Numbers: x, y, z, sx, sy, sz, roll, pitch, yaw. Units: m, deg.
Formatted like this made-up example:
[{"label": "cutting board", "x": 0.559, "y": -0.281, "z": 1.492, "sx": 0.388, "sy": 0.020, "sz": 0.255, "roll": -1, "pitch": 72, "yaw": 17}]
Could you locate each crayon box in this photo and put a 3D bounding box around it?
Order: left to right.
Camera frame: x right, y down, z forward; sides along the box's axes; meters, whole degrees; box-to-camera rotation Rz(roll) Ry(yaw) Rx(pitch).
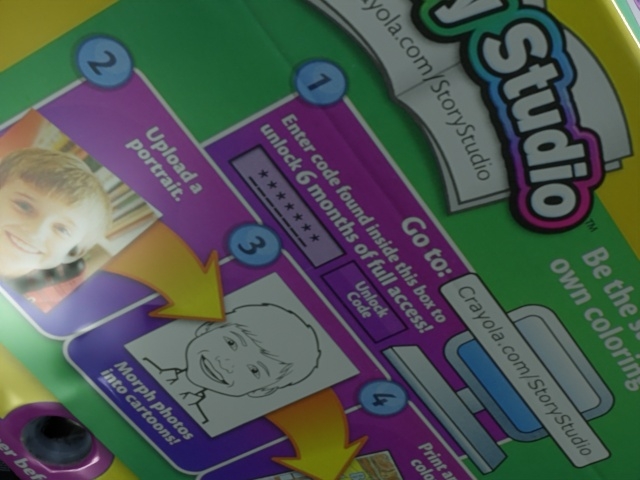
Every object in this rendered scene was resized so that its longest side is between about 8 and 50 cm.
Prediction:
[{"label": "crayon box", "x": 0.000, "y": 0.000, "z": 0.544, "sx": 0.313, "sy": 0.363, "sz": 0.106, "roll": -26, "pitch": -150, "yaw": 22}]

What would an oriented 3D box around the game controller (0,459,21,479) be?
[{"label": "game controller", "x": -0.268, "y": 0.177, "z": 1.145, "sx": 0.319, "sy": 0.067, "sz": 0.166, "roll": 4, "pitch": -122, "yaw": -4}]
